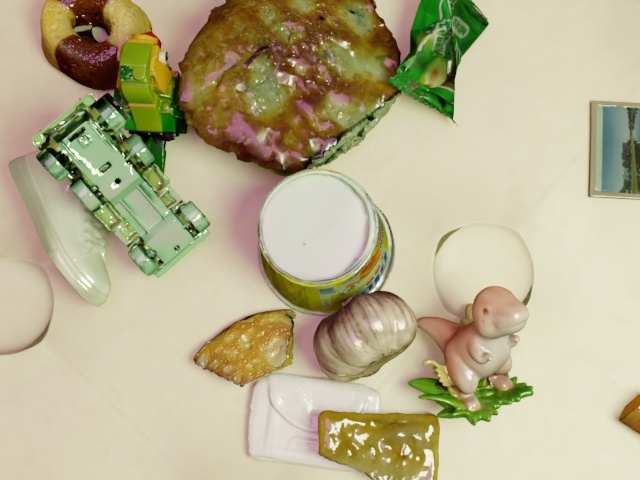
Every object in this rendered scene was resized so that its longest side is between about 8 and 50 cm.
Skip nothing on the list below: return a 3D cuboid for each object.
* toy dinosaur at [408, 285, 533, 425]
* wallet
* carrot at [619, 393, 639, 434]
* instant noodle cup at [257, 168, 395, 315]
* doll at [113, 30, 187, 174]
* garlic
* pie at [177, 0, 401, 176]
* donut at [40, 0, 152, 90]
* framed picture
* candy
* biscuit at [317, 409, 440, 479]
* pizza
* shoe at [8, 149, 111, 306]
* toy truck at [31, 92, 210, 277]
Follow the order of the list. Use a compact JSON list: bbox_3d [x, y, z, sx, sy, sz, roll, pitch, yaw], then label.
[{"bbox_3d":[0.188,0.138,1.026,0.152,0.194,0.177,-19,108,-19],"label":"toy dinosaur"},{"bbox_3d":[-0.011,0.253,1.106,0.183,0.032,0.124,7,81,5],"label":"wallet"},{"bbox_3d":[0.505,0.285,1.051,0.224,0.057,0.057,37,83,8],"label":"carrot"},{"bbox_3d":[0.000,0.000,1.098,0.205,0.153,0.205,-1,79,5],"label":"instant noodle cup"},{"bbox_3d":[-0.248,-0.207,1.153,0.106,0.186,0.134,5,50,6],"label":"doll"},{"bbox_3d":[0.057,0.123,1.064,0.147,0.159,0.102,-22,70,-27],"label":"garlic"},{"bbox_3d":[-0.042,-0.253,1.162,0.355,0.103,0.288,-42,81,-16],"label":"pie"},{"bbox_3d":[-0.354,-0.327,1.236,0.166,0.073,0.184,-42,80,-8],"label":"donut"},{"bbox_3d":[0.449,-0.131,1.161,0.109,0.011,0.149,3,79,5],"label":"framed picture"},{"bbox_3d":[0.173,-0.287,1.161,0.078,0.141,0.203,12,74,36],"label":"candy"},{"bbox_3d":[0.081,0.318,1.060,0.174,0.039,0.183,2,78,-17],"label":"biscuit"},{"bbox_3d":[-0.098,0.156,1.128,0.160,0.036,0.099,-28,64,-2],"label":"pizza"},{"bbox_3d":[-0.356,-0.036,1.164,0.110,0.095,0.265,-33,76,-4],"label":"shoe"},{"bbox_3d":[-0.275,-0.080,1.127,0.128,0.135,0.259,-41,110,-7],"label":"toy truck"}]
